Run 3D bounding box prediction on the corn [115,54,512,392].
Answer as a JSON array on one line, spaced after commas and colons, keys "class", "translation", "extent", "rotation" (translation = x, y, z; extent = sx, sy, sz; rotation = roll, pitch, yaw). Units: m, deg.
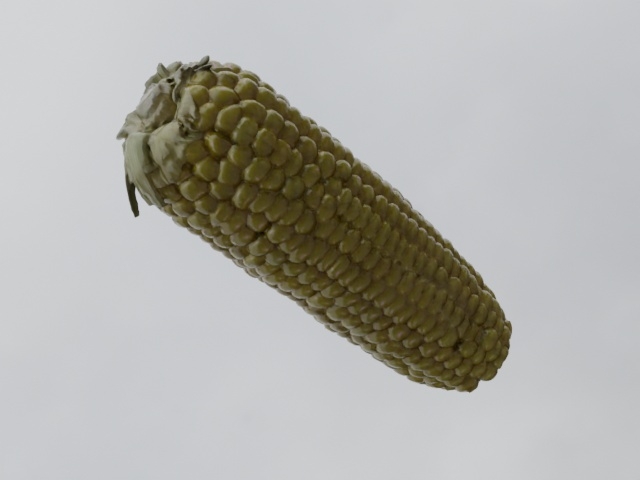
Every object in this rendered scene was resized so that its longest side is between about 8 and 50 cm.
[{"class": "corn", "translation": [0.004, -0.003, 0.673], "extent": [0.260, 0.091, 0.091], "rotation": [39, -141, -25]}]
